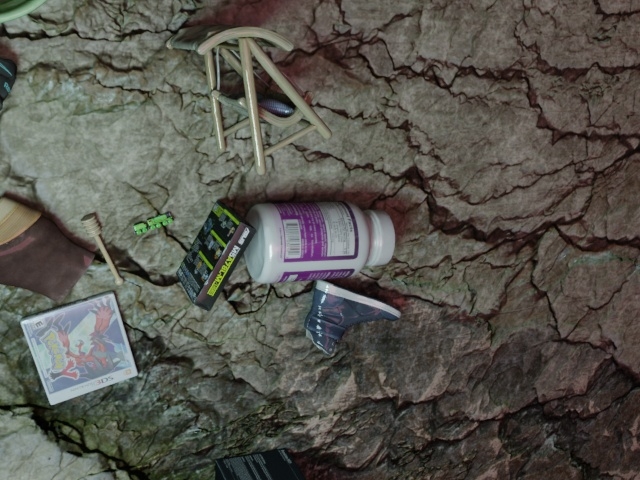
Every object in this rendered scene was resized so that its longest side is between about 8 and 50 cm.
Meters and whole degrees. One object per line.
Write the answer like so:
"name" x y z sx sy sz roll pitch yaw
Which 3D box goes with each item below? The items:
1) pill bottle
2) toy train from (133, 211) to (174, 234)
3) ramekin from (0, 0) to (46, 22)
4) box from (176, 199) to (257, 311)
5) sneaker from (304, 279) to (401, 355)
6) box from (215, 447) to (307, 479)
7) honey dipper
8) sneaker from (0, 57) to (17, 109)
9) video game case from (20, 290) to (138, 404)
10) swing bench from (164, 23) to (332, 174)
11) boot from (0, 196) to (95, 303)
"pill bottle" 0.000 0.000 1.474 0.302 0.169 0.169 -2 108 -24
"toy train" -0.339 -0.035 1.393 0.083 0.017 0.023 -22 104 -17
"ramekin" -0.544 -0.479 1.053 0.304 0.148 0.303 -5 101 -26
"box" -0.213 0.025 1.372 0.045 0.191 0.184 31 92 -27
"sneaker" 0.069 0.197 1.610 0.226 0.086 0.163 19 88 -19
"box" -0.119 0.597 1.567 0.184 0.261 0.103 -4 109 -23
"honey dipper" -0.429 0.024 1.364 0.031 0.030 0.160 -25 118 -15
"sneaker" -0.635 -0.318 1.132 0.267 0.101 0.106 35 66 -27
"video game case" -0.489 0.220 1.406 0.184 0.023 0.201 -18 113 -19
"swing bench" -0.137 -0.286 1.265 0.165 0.253 0.254 -31 118 -13
"boot" -0.572 0.064 1.276 0.207 0.090 0.248 41 84 -28
